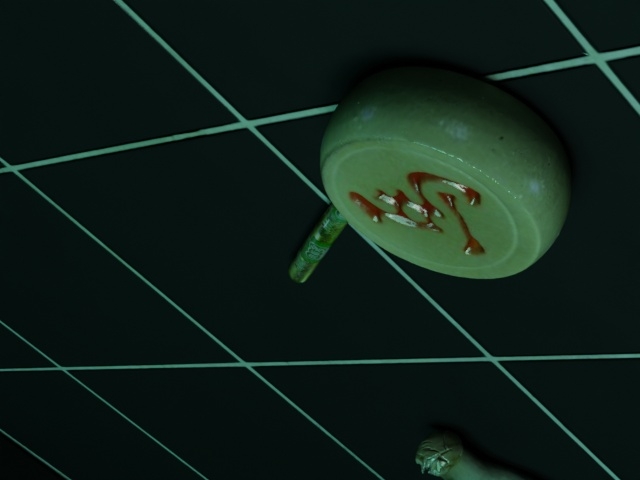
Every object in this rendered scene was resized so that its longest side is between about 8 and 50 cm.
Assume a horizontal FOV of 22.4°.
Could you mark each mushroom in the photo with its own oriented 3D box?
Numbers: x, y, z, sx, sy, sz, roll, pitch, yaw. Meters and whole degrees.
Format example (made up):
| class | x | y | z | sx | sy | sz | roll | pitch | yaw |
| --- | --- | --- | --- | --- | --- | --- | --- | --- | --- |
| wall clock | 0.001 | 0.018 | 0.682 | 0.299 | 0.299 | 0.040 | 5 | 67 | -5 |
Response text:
| class | x | y | z | sx | sy | sz | roll | pitch | yaw |
| --- | --- | --- | --- | --- | --- | --- | --- | --- | --- |
| mushroom | 0.241 | 0.355 | 2.398 | 0.223 | 0.081 | 0.092 | 33 | 171 | -10 |

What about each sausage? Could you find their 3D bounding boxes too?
| class | x | y | z | sx | sy | sz | roll | pitch | yaw |
| --- | --- | --- | --- | --- | --- | --- | --- | --- | --- |
| sausage | 0.000 | 0.000 | 2.003 | 0.033 | 0.033 | 0.269 | 27 | 154 | -4 |

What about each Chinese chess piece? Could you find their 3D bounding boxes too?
| class | x | y | z | sx | sy | sz | roll | pitch | yaw |
| --- | --- | --- | --- | --- | --- | --- | --- | --- | --- |
| Chinese chess piece | 0.130 | -0.067 | 1.690 | 0.273 | 0.102 | 0.273 | 21 | 154 | 11 |
